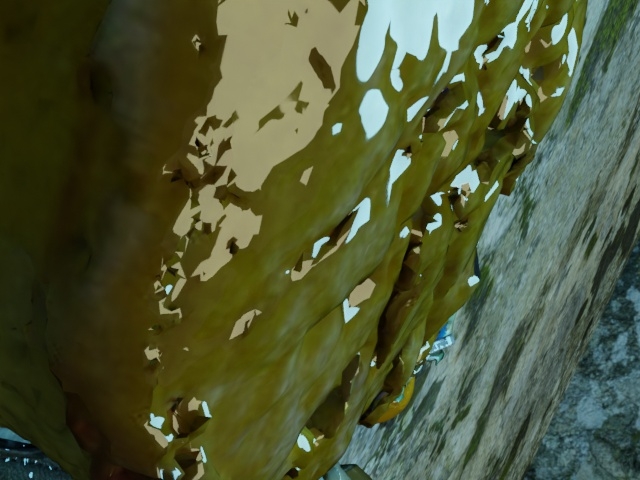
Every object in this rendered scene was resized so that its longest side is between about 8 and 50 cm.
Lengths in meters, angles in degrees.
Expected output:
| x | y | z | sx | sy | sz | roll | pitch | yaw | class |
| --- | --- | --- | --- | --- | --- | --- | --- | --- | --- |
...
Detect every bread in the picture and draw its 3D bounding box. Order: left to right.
| x | y | z | sx | sy | sz | roll | pitch | yaw | class |
| --- | --- | --- | --- | --- | --- | --- | --- | --- | --- |
| -0.029 | -0.067 | 0.572 | 0.398 | 0.215 | 0.398 | -54 | 161 | -29 | bread |

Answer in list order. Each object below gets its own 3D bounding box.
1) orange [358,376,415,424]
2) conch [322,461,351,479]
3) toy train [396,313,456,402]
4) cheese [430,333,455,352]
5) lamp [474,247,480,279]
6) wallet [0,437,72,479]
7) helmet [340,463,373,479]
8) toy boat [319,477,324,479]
| x | y | z | sx | sy | sz | roll | pitch | yaw | class |
| --- | --- | --- | --- | --- | --- | --- | --- | --- | --- |
| 0.041 | 0.118 | 1.232 | 0.083 | 0.083 | 0.083 | -53 | 159 | -31 | orange |
| -0.020 | 0.285 | 1.161 | 0.178 | 0.163 | 0.245 | -11 | 108 | -80 | conch |
| 0.043 | 0.069 | 1.143 | 0.188 | 0.099 | 0.072 | -35 | 143 | -56 | toy train |
| 0.010 | 0.103 | 1.015 | 0.192 | 0.037 | 0.097 | -21 | 173 | -19 | cheese |
| -0.007 | 0.000 | 0.938 | 0.283 | 0.124 | 0.203 | -41 | 131 | -45 | lamp |
| -0.132 | 0.191 | 0.748 | 0.318 | 0.045 | 0.172 | 25 | 76 | -55 | wallet |
| 0.009 | 0.323 | 1.339 | 0.198 | 0.130 | 0.224 | -7 | 122 | -66 | helmet |
| -0.087 | 0.249 | 1.023 | 0.115 | 0.114 | 0.262 | 34 | 78 | -37 | toy boat |
